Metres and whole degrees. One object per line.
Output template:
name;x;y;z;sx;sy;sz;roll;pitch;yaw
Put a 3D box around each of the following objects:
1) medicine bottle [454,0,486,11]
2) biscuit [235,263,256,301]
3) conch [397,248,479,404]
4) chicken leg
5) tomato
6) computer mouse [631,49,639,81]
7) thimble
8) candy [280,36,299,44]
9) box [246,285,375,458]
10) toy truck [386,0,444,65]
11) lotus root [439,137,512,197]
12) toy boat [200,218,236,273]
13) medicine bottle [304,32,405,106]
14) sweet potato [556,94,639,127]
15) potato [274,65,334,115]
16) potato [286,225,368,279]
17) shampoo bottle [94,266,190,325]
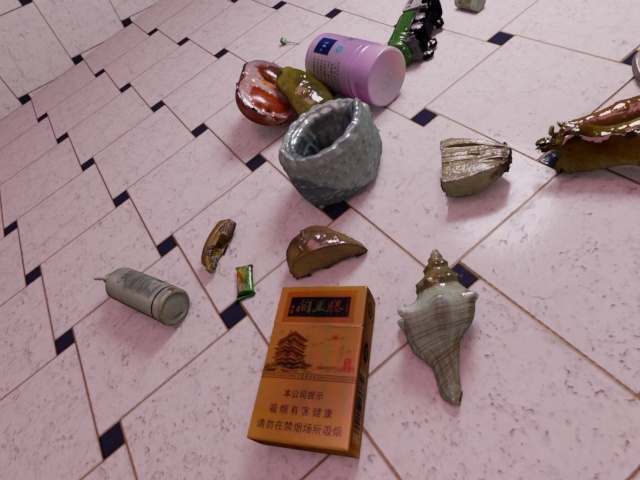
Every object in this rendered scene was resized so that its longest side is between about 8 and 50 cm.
medicine bottle;0.442;-0.710;1.233;0.047;0.047;0.083;-40;51;-8
biscuit;-0.168;0.090;0.929;0.046;0.016;0.089;-19;50;10
conch;0.183;0.125;0.691;0.137;0.114;0.234;6;63;43
chicken leg;0.612;-0.182;0.716;0.428;0.153;0.202;-2;51;32
tomato;-0.156;-0.409;1.223;0.199;0.112;0.228;22;55;-13
computer mouse;0.691;-0.363;0.872;0.065;0.039;0.096;1;64;25
thimble;0.028;-0.213;0.966;0.250;0.172;0.205;-41;48;-7
candy;-0.111;-0.715;1.499;0.083;0.023;0.025;19;108;27
box;-0.006;0.215;0.727;0.174;0.076;0.274;-3;55;21
toy truck;0.270;-0.606;1.201;0.124;0.101;0.243;2;59;39
lotus root;0.317;-0.149;0.859;0.144;0.070;0.143;-1;49;28
toy boat;-0.246;0.010;1.002;0.048;0.047;0.149;2;56;24
medicine bottle;0.091;-0.471;1.142;0.152;0.152;0.254;-46;51;-13
sweet potato;0.632;-0.256;0.802;0.314;0.066;0.072;-5;47;24
potato;-0.040;-0.404;1.157;0.117;0.090;0.226;-28;70;-33
potato;0.000;0.000;0.874;0.171;0.089;0.101;-20;48;11
shampoo bottle;-0.422;0.120;0.975;0.262;0.085;0.085;14;62;32
